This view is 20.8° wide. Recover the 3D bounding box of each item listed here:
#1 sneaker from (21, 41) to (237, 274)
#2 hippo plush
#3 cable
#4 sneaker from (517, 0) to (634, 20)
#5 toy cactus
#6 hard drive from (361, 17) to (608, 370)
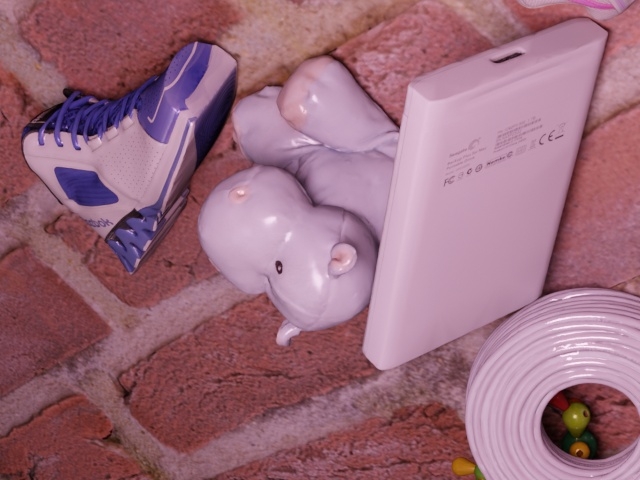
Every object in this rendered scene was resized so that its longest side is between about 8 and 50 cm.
[{"bbox_3d":[-0.217,-0.101,1.808,0.182,0.127,0.315,33,142,0],"label":"sneaker"},{"bbox_3d":[0.000,0.000,1.667,0.294,0.236,0.234,35,140,1],"label":"hippo plush"},{"bbox_3d":[0.267,0.176,1.702,0.257,0.089,0.257,-21,103,20],"label":"cable"},{"bbox_3d":[0.158,-0.248,1.416,0.252,0.103,0.111,26,138,13],"label":"sneaker"},{"bbox_3d":[0.249,0.244,1.851,0.180,0.112,0.219,29,131,-7],"label":"toy cactus"},{"bbox_3d":[0.142,-0.037,1.542,0.040,0.203,0.307,45,143,34],"label":"hard drive"}]
